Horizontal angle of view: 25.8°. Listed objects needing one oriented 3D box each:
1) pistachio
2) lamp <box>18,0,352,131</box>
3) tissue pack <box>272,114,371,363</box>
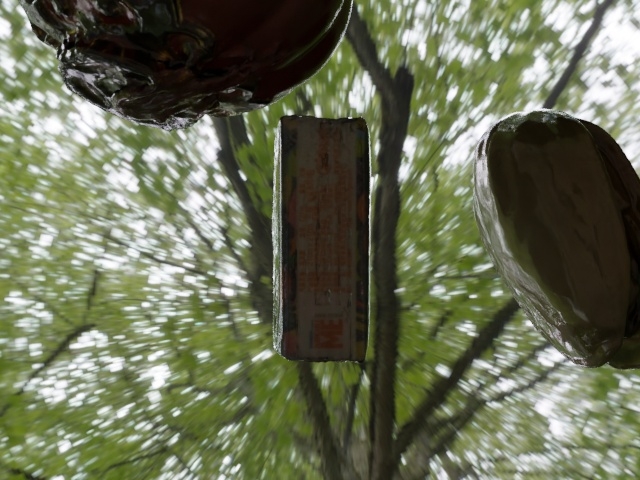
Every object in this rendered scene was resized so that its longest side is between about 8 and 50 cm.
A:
[{"bbox_3d":[0.173,-0.002,0.982,0.129,0.131,0.206,1,-123,-35],"label":"pistachio"},{"bbox_3d":[-0.092,-0.169,0.883,0.227,0.227,0.227,0,-93,1],"label":"lamp"},{"bbox_3d":[0.000,0.000,0.871,0.060,0.108,0.148,0,-92,-2],"label":"tissue pack"}]
